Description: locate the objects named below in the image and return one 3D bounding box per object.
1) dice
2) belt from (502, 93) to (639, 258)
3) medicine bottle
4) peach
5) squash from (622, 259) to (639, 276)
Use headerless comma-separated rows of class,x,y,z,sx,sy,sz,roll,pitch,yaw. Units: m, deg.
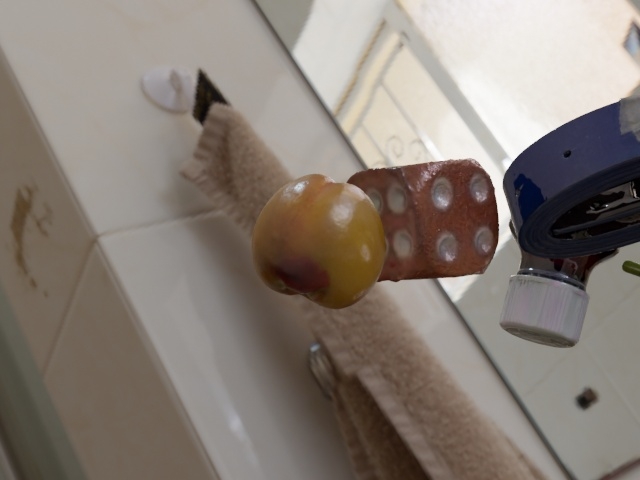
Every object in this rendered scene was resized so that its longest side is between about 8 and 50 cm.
dice,0.143,-0.026,1.473,0.179,0.174,0.175,-10,5,-42
belt,0.438,-0.095,1.456,0.347,0.117,0.212,-20,-39,16
medicine bottle,0.495,0.017,2.112,0.242,0.242,0.395,57,-128,-67
peach,0.000,0.000,1.026,0.138,0.138,0.138,-26,-24,-12
squash,0.640,0.060,2.018,0.027,0.083,0.027,-6,-75,-23
